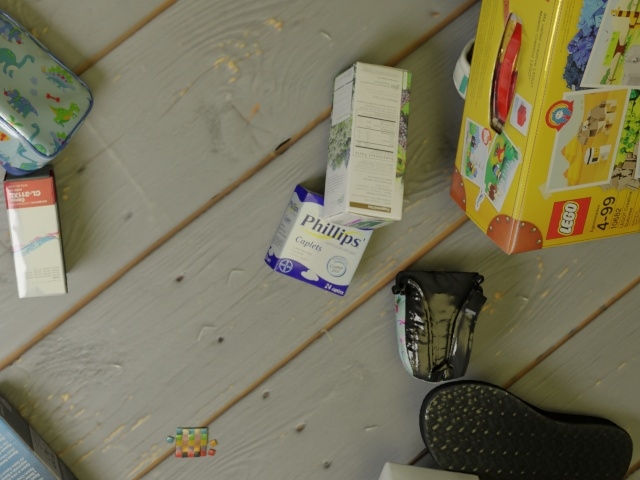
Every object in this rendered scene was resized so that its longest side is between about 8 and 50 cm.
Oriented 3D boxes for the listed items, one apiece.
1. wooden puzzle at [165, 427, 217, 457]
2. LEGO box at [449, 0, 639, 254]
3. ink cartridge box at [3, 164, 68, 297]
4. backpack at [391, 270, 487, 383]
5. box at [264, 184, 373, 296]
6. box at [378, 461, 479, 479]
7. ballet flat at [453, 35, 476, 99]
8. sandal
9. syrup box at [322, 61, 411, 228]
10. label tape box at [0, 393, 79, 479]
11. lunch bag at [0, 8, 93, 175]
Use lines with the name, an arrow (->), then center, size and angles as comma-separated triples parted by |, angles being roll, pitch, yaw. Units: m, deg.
wooden puzzle -> -0.208, 0.326, 1.988 | 0.083, 0.006, 0.049 | 1, 101, -14
LEGO box -> 0.427, -0.261, 1.815 | 0.373, 0.193, 0.500 | -9, 124, -23
ink cartridge box -> -0.417, -0.014, 1.803 | 0.072, 0.127, 0.175 | -6, 102, -11
backpack -> 0.188, 0.140, 1.986 | 0.152, 0.115, 0.181 | 1, 88, 1
box -> 0.000, 0.000, 1.938 | 0.126, 0.072, 0.137 | 22, 95, -18
box -> 0.144, 0.561, 1.964 | 0.168, 0.215, 0.345 | 11, 118, -16
ballet flat -> 0.365, -0.366, 1.907 | 0.400, 0.139, 0.139 | -43, 108, -1
sandal -> 0.332, 0.337, 2.085 | 0.446, 0.107, 0.167 | 19, 95, -29
syrup box -> 0.071, -0.142, 1.874 | 0.096, 0.093, 0.236 | 7, 80, -21
label tape box -> -0.491, 0.429, 1.883 | 0.241, 0.106, 0.333 | -36, 116, -5
lunch bag -> -0.439, -0.213, 1.742 | 0.219, 0.090, 0.176 | 42, 45, -20
